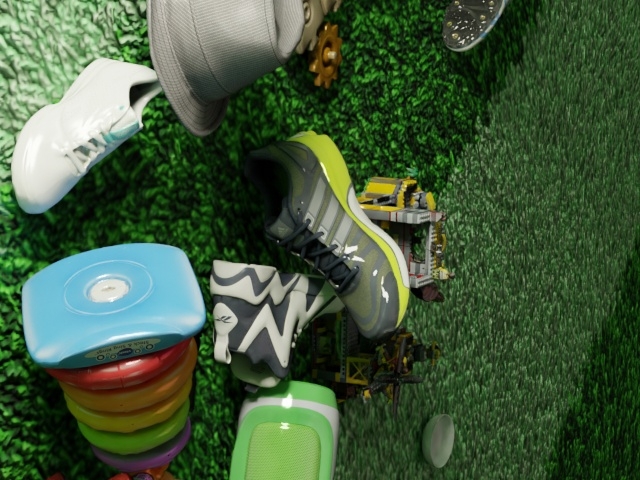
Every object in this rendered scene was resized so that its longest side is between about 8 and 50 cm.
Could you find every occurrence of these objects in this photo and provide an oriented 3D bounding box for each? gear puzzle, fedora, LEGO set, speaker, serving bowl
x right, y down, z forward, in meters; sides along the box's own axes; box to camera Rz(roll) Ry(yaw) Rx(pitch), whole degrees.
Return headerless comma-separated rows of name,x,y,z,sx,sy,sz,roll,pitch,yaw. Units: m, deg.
gear puzzle,-0.027,-0.335,1.982,0.175,0.044,0.339,-61,146,-37
fedora,-0.092,-0.254,1.710,0.244,0.124,0.275,65,20,-47
LEGO set,0.115,0.066,2.143,0.255,0.192,0.331,2,94,-60
speaker,-0.049,0.325,1.943,0.131,0.131,0.296,32,59,-58
serving bowl,0.177,0.307,2.463,0.083,0.027,0.083,-16,108,-58

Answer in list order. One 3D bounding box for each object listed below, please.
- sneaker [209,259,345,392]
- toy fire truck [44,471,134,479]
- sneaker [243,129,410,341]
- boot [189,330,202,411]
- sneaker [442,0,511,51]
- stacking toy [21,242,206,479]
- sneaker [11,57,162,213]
sneaker,-0.055,0.111,1.956,0.235,0.094,0.153,13,86,-60
toy fire truck,-0.198,0.391,1.615,0.169,0.302,0.254,-30,147,-7
sneaker,0.000,0.000,1.923,0.121,0.300,0.111,-9,147,-40
boot,-0.159,0.142,1.796,0.121,0.045,0.099,52,46,-82
sneaker,0.254,-0.365,2.422,0.237,0.085,0.086,-60,150,-30
stacking toy,-0.192,0.170,1.632,0.166,0.175,0.302,-114,-166,-55
sneaker,-0.228,-0.110,1.609,0.212,0.094,0.080,-60,144,-35
